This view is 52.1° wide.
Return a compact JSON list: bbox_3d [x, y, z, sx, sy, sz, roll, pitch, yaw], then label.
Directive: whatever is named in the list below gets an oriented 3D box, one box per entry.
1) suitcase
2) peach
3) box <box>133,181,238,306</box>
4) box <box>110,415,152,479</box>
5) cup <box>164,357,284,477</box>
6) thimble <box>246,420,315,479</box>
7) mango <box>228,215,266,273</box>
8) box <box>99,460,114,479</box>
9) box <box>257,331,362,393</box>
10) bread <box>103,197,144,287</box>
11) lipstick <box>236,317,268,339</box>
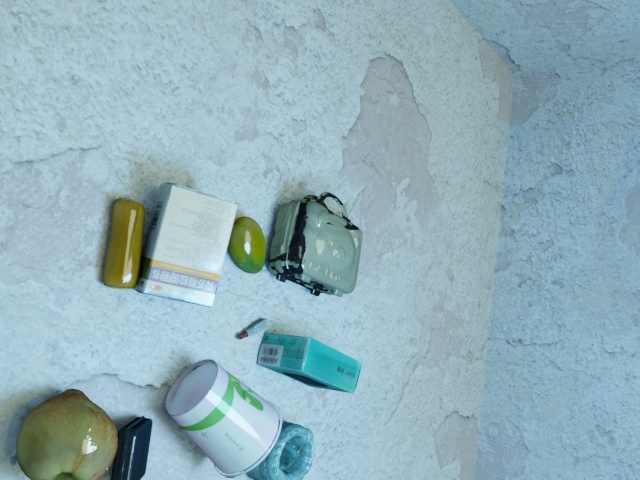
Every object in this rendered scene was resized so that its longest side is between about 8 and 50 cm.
[{"bbox_3d":[0.000,0.000,2.230,0.351,0.194,0.339,29,65,-48],"label":"suitcase"},{"bbox_3d":[-0.574,0.442,1.496,0.232,0.232,0.233,1,89,-51],"label":"peach"},{"bbox_3d":[-0.362,0.013,1.771,0.200,0.106,0.300,16,86,-32],"label":"box"},{"bbox_3d":[-0.471,0.533,1.642,0.230,0.050,0.160,123,-27,-81],"label":"box"},{"bbox_3d":[-0.284,0.490,1.853,0.274,0.253,0.253,50,52,-27],"label":"cup"},{"bbox_3d":[-0.125,0.676,2.108,0.235,0.143,0.198,-32,115,-49],"label":"thimble"},{"bbox_3d":[-0.225,0.019,2.037,0.130,0.091,0.195,-53,138,-40],"label":"mango"},{"bbox_3d":[-0.578,0.591,1.617,0.247,0.033,0.129,7,76,-51],"label":"box"},{"bbox_3d":[-0.033,0.409,2.176,0.311,0.205,0.118,35,65,-46],"label":"box"},{"bbox_3d":[-0.502,0.007,1.696,0.092,0.074,0.239,12,80,-46],"label":"bread"},{"bbox_3d":[-0.219,0.286,2.081,0.129,0.030,0.030,-28,112,-48],"label":"lipstick"}]
